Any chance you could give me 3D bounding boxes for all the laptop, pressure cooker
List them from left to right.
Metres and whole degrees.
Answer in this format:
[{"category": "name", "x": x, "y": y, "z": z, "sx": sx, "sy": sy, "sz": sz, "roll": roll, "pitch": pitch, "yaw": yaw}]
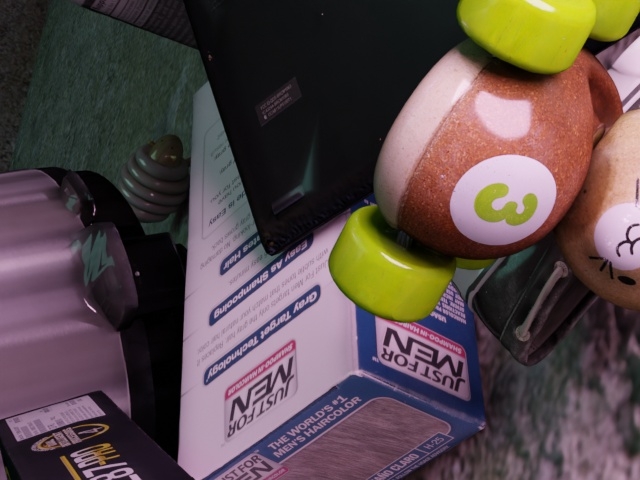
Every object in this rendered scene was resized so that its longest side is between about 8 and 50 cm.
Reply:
[{"category": "pressure cooker", "x": -0.312, "y": 0.113, "z": 1.460, "sx": 0.370, "sy": 0.420, "sz": 0.375, "roll": 32, "pitch": 126, "yaw": 52}, {"category": "laptop", "x": 0.102, "y": -0.255, "z": 0.928, "sx": 0.382, "sy": 0.236, "sz": 0.407, "roll": -32, "pitch": 70, "yaw": 45}]

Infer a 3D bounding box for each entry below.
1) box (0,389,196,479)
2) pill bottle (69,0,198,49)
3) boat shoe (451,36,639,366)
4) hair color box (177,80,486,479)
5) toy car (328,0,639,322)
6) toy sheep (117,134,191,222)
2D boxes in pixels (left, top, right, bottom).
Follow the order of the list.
[{"category": "box", "x": -0.103, "y": 0.277, "z": 0.931, "sx": 0.395, "sy": 0.097, "sz": 0.318, "roll": -167, "pitch": 63, "yaw": -72}, {"category": "pill bottle", "x": -0.153, "y": -0.291, "z": 1.496, "sx": 0.176, "sy": 0.319, "sz": 0.176, "roll": -161, "pitch": 90, "yaw": -73}, {"category": "boat shoe", "x": 0.154, "y": -0.029, "z": 0.747, "sx": 0.219, "sy": 0.078, "sz": 0.070, "roll": -52, "pitch": 57, "yaw": 28}, {"category": "hair color box", "x": 0.000, "y": 0.000, "z": 1.017, "sx": 0.174, "sy": 0.105, "sz": 0.347, "roll": -39, "pitch": 38, "yaw": 36}, {"category": "toy car", "x": 0.127, "y": -0.012, "z": 0.644, "sx": 0.149, "sy": 0.188, "sz": 0.155, "roll": -32, "pitch": -27, "yaw": -58}, {"category": "toy sheep", "x": -0.191, "y": -0.064, "z": 1.774, "sx": 0.091, "sy": 0.091, "sz": 0.132, "roll": -106, "pitch": 34, "yaw": -60}]
